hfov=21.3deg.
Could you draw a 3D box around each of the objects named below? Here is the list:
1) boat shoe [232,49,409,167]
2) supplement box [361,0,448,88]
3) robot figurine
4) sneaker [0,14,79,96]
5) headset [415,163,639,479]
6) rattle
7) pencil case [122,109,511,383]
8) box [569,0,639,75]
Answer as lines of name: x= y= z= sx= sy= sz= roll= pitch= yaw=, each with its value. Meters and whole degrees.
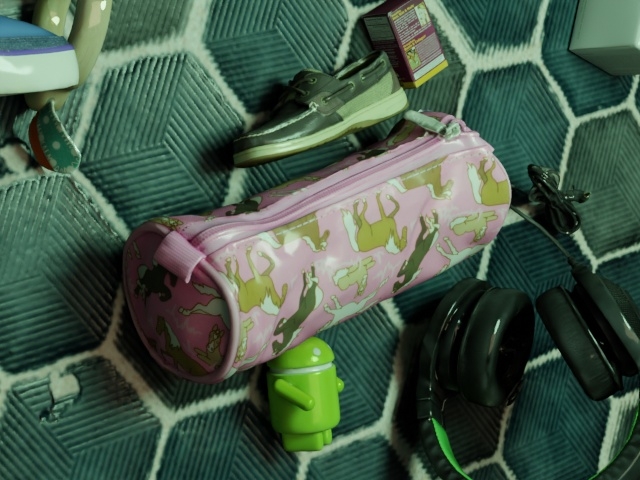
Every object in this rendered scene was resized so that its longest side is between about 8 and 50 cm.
boat shoe: x=-0.006 y=-0.128 z=1.623 sx=0.223 sy=0.080 sz=0.073 roll=-24 pitch=99 yaw=-42
supplement box: x=0.085 y=-0.201 z=1.717 sx=0.055 sy=0.043 sz=0.083 roll=-36 pitch=114 yaw=-34
robot figurine: x=-0.017 y=0.142 z=1.619 sx=0.101 sy=0.067 sz=0.115 roll=-17 pitch=103 yaw=-67
sneaker: x=-0.336 y=-0.228 z=1.274 sx=0.322 sy=0.130 sz=0.236 roll=0 pitch=92 yaw=-24
headset: x=0.231 y=0.108 z=1.748 sx=0.185 sy=0.243 sz=0.394 roll=49 pitch=39 yaw=-58
rattle: x=-0.251 y=-0.158 z=1.398 sx=0.142 sy=0.130 sz=0.200 roll=4 pitch=115 yaw=-46
pencil case: x=0.000 y=0.000 z=1.573 sx=0.386 sy=0.160 sz=0.167 roll=-26 pitch=107 yaw=-37
box: x=0.351 y=-0.246 z=1.907 sx=0.087 sy=0.102 sz=0.101 roll=22 pitch=77 yaw=-41
